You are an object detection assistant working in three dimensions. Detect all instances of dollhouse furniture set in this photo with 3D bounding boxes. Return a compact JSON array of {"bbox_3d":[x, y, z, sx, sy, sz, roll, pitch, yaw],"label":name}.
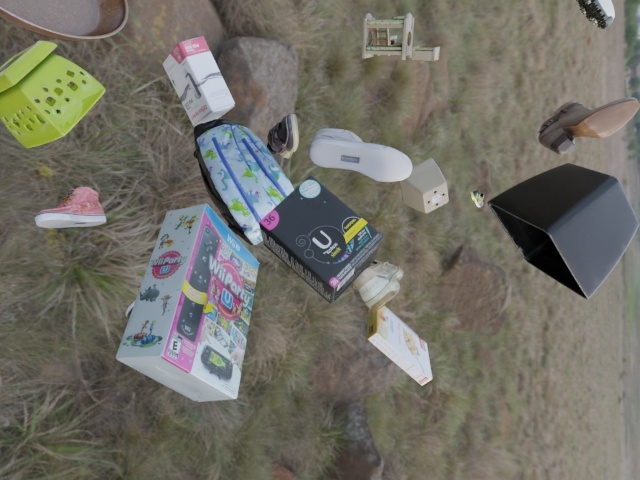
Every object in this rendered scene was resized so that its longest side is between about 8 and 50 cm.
[{"bbox_3d":[0.218,-0.510,1.153,0.161,0.182,0.101,-42,138,-53],"label":"dollhouse furniture set"}]

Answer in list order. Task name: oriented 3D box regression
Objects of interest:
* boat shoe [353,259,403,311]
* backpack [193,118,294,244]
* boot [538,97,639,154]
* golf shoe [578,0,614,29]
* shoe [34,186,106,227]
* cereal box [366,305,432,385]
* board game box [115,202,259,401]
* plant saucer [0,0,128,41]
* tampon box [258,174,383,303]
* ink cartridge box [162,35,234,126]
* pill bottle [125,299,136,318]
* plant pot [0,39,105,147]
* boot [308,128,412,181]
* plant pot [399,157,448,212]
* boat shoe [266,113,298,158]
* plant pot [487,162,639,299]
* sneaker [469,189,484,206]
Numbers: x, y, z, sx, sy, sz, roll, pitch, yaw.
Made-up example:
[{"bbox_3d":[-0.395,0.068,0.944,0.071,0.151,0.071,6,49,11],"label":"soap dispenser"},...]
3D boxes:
[{"bbox_3d":[0.131,0.086,1.131,0.098,0.109,0.302,48,11,2],"label":"boat shoe"},{"bbox_3d":[-0.207,-0.154,1.308,0.355,0.274,0.290,-103,175,-48],"label":"backpack"},{"bbox_3d":[0.350,-0.165,0.623,0.042,0.118,0.087,44,35,-22],"label":"boot"},{"bbox_3d":[0.697,-0.678,1.177,0.272,0.120,0.105,68,20,4],"label":"golf shoe"},{"bbox_3d":[-0.551,-0.074,1.019,0.178,0.064,0.081,-8,83,-73],"label":"shoe"},{"bbox_3d":[0.241,0.309,1.426,0.240,0.047,0.173,41,24,-14],"label":"cereal box"},{"bbox_3d":[-0.227,0.118,0.878,0.224,0.098,0.303,57,30,-48],"label":"board game box"},{"bbox_3d":[-0.324,-0.298,0.527,0.199,0.036,0.198,28,44,-31],"label":"plant saucer"},{"bbox_3d":[0.000,0.000,0.761,0.120,0.161,0.101,-45,166,-18],"label":"tampon box"},{"bbox_3d":[-0.373,-0.479,1.422,0.092,0.159,0.217,-34,104,-34],"label":"ink cartridge box"},{"bbox_3d":[-0.586,0.299,1.671,0.208,0.119,0.119,42,40,9],"label":"pill bottle"},{"bbox_3d":[-0.824,-0.434,1.361,0.207,0.227,0.228,54,44,-39],"label":"plant pot"},{"bbox_3d":[0.103,-0.229,1.173,0.123,0.258,0.095,-80,-177,-51],"label":"boot"},{"bbox_3d":[0.290,-0.140,1.271,0.109,0.096,0.109,-27,133,-6],"label":"plant pot"},{"bbox_3d":[-0.132,-0.341,1.557,0.093,0.285,0.102,-5,87,-12],"label":"boat shoe"},{"bbox_3d":[0.472,-0.037,0.882,0.167,0.188,0.187,-41,115,5],"label":"plant pot"},{"bbox_3d":[0.493,-0.130,1.441,0.083,0.035,0.031,29,46,-47],"label":"sneaker"}]
